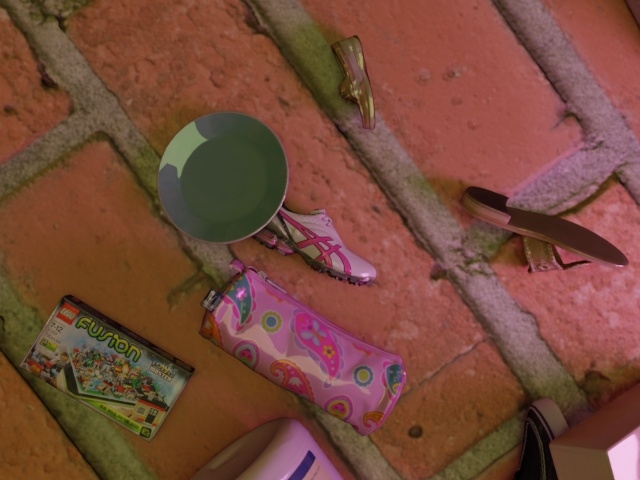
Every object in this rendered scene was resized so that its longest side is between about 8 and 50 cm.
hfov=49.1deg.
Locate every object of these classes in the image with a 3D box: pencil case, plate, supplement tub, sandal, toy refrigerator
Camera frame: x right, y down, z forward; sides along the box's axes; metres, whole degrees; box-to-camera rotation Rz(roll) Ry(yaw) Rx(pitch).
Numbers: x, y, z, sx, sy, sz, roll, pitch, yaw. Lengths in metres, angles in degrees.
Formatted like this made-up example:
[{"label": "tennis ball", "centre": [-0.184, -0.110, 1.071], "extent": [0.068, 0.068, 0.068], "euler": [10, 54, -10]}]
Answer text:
[{"label": "pencil case", "centre": [-0.025, 0.143, 0.941], "extent": [0.284, 0.124, 0.124], "euler": [32, 89, -1]}, {"label": "plate", "centre": [-0.133, -0.086, 0.966], "extent": [0.188, 0.024, 0.188], "euler": [-1, 82, 10]}, {"label": "supplement tub", "centre": [-0.031, 0.419, 0.886], "extent": [0.235, 0.235, 0.325], "euler": [-36, 92, -2]}, {"label": "sandal", "centre": [0.301, 0.006, 0.991], "extent": [0.240, 0.088, 0.079], "euler": [24, 121, 4]}, {"label": "toy refrigerator", "centre": [0.423, 0.264, 0.920], "extent": [0.269, 0.094, 0.102], "euler": [-17, 92, -34]}]

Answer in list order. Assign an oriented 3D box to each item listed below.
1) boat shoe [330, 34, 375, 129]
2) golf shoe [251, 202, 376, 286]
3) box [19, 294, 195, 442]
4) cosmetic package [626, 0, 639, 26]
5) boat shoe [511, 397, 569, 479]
[{"label": "boat shoe", "centre": [0.046, -0.216, 0.980], "extent": [0.045, 0.050, 0.135], "euler": [-13, 81, 1]}, {"label": "golf shoe", "centre": [0.000, 0.000, 0.967], "extent": [0.186, 0.067, 0.086], "euler": [27, 88, -2]}, {"label": "box", "centre": [-0.293, 0.176, 0.970], "extent": [0.207, 0.036, 0.114], "euler": [31, 89, -3]}, {"label": "cosmetic package", "centre": [0.496, -0.482, 0.941], "extent": [0.230, 0.161, 0.453], "euler": [-30, 91, -2]}, {"label": "boat shoe", "centre": [0.302, 0.371, 0.971], "extent": [0.102, 0.108, 0.301], "euler": [-8, 98, -4]}]
